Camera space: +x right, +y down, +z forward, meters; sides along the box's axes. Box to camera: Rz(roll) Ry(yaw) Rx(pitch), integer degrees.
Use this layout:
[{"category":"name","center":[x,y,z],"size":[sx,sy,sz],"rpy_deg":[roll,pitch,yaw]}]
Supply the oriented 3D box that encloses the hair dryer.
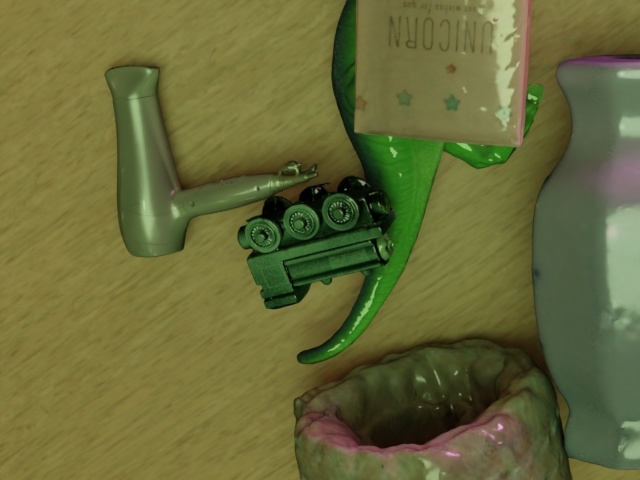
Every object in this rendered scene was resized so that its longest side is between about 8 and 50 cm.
[{"category":"hair dryer","center":[-0.113,-0.088,1.702],"size":[0.237,0.075,0.206],"rpy_deg":[-1,100,22]}]

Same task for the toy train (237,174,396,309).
[{"category":"toy train","center":[0.000,0.000,1.644],"size":[0.170,0.071,0.111],"rpy_deg":[-14,110,25]}]

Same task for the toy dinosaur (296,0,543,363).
[{"category":"toy dinosaur","center":[0.019,-0.152,1.661],"size":[0.374,0.144,0.500],"rpy_deg":[41,100,-1]}]

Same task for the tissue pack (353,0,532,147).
[{"category":"tissue pack","center":[0.118,-0.257,1.517],"size":[0.170,0.071,0.325],"rpy_deg":[4,110,11]}]

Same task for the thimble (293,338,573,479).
[{"category":"thimble","center":[0.116,0.243,1.684],"size":[0.291,0.291,0.195],"rpy_deg":[-11,107,8]}]

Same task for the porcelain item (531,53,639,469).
[{"category":"porcelain item","center":[0.322,0.016,1.626],"size":[0.178,0.242,0.405],"rpy_deg":[4,100,27]}]
